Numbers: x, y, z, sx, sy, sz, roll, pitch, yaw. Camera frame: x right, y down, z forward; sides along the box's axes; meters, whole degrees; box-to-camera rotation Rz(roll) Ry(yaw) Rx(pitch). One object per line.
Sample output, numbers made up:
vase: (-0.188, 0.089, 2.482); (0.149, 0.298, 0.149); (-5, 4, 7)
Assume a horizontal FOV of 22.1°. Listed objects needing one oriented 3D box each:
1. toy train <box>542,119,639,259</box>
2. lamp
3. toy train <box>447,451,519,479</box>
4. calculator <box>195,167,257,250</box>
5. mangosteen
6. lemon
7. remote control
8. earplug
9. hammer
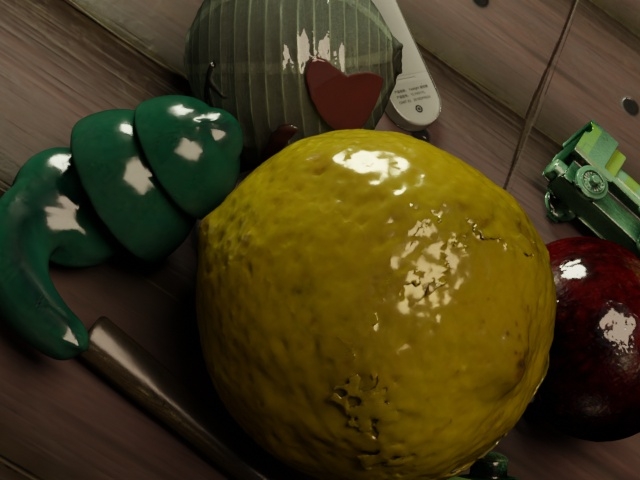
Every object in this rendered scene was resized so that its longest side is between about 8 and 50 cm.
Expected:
toy train: (0.366, -0.043, 2.017); (0.200, 0.083, 0.132); (43, 49, -6)
lamp: (-0.027, -0.186, 1.750); (0.233, 0.233, 0.265); (47, 12, -2)
toy train: (0.138, 0.339, 1.625); (0.157, 0.105, 0.253); (1, 94, -43)
calculator: (0.000, 0.000, 1.802); (0.295, 0.042, 0.184); (-2, 68, -29)
mangosteen: (0.268, 0.127, 1.811); (0.261, 0.235, 0.235); (-27, 79, 7)
lemon: (0.042, 0.063, 1.578); (0.350, 0.387, 0.350); (-24, 123, -43)
remote control: (0.075, -0.244, 1.982); (0.077, 0.022, 0.245); (-15, 75, -33)
earplug: (-0.200, -0.037, 1.620); (0.164, 0.280, 0.257); (55, 9, -16)
hammer: (-0.064, 0.230, 1.646); (0.440, 0.044, 0.168); (41, 51, -6)
